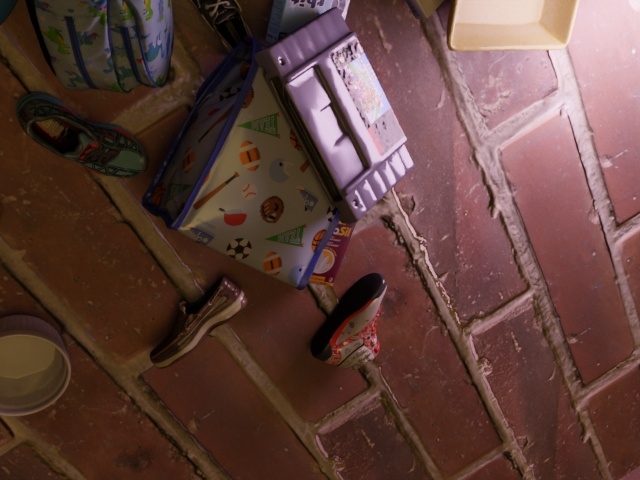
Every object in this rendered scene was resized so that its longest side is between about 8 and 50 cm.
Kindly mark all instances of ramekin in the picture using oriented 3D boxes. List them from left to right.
[{"bbox_3d":[-0.632,0.253,1.566,0.207,0.109,0.207,-9,120,-16],"label":"ramekin"}]

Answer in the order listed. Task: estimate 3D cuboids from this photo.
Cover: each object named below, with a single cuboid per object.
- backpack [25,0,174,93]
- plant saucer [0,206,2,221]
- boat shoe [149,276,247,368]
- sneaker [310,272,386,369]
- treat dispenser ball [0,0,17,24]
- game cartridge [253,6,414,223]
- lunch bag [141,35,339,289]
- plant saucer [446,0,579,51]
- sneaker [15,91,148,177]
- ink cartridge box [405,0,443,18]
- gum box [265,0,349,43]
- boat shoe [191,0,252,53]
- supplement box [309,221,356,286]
[{"bbox_3d":[-0.354,-0.390,1.203,0.273,0.290,0.355,6,147,-20],"label":"backpack"},{"bbox_3d":[-0.659,-0.054,1.445,0.083,0.015,0.083,-9,120,-17],"label":"plant saucer"},{"bbox_3d":[-0.291,0.176,1.681,0.257,0.095,0.095,-39,110,-5],"label":"boat shoe"},{"bbox_3d":[0.107,0.205,1.847,0.145,0.090,0.270,29,107,-32],"label":"sneaker"},{"bbox_3d":[-0.591,-0.428,1.107,0.288,0.288,0.288,-9,120,-17],"label":"treat dispenser ball"},{"bbox_3d":[0.041,-0.240,1.413,0.230,0.068,0.355,-42,112,-34],"label":"game cartridge"},{"bbox_3d":[-0.108,-0.153,1.463,0.327,0.239,0.385,27,92,-36],"label":"lunch bag"},{"bbox_3d":[0.400,-0.565,1.537,0.332,0.081,0.333,-8,119,-26],"label":"plant saucer"},{"bbox_3d":[-0.443,-0.173,1.401,0.261,0.125,0.104,24,107,-30],"label":"sneaker"},{"bbox_3d":[0.226,-0.566,1.520,0.179,0.045,0.145,-49,124,-14],"label":"ink cartridge box"},{"bbox_3d":[-0.014,-0.463,1.440,0.157,0.041,0.184,-5,121,-41],"label":"gum box"},{"bbox_3d":[-0.186,-0.434,1.396,0.077,0.070,0.219,-37,124,0],"label":"boat shoe"},{"bbox_3d":[0.000,0.000,1.697,0.104,0.081,0.188,10,112,-26],"label":"supplement box"}]
